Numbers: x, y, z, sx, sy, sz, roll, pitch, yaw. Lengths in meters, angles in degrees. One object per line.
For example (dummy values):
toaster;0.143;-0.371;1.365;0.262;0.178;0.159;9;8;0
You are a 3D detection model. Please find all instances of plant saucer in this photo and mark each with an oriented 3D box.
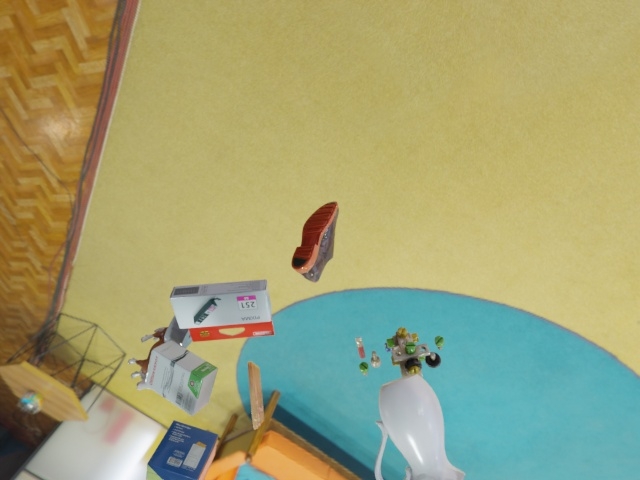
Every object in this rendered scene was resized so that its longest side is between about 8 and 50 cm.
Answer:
plant saucer;-0.199;0.476;1.270;0.037;0.200;0.200;-5;129;-11

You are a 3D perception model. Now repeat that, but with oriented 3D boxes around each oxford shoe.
oxford shoe;0.000;0.000;1.234;0.097;0.271;0.098;-2;142;41

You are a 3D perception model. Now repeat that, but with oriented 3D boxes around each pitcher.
pitcher;0.176;0.401;0.851;0.177;0.207;0.125;-21;162;10

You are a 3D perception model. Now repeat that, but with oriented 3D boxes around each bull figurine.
bull figurine;-0.659;0.472;1.639;0.188;0.310;0.101;-3;126;20

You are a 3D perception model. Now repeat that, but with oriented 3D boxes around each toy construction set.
toy construction set;0.269;0.395;1.460;0.308;0.257;0.237;4;136;21

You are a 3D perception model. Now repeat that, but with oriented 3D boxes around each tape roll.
tape roll;-0.487;0.297;1.523;0.072;0.219;0.219;28;130;0

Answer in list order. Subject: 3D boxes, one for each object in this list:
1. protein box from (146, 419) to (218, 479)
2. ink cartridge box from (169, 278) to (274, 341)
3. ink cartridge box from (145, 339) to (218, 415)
protein box;-0.535;0.854;1.598;0.199;0.201;0.136;16;116;3
ink cartridge box;-0.285;0.233;1.233;0.275;0.060;0.239;-5;123;-1
ink cartridge box;-0.459;0.447;1.345;0.208;0.087;0.153;24;108;17
